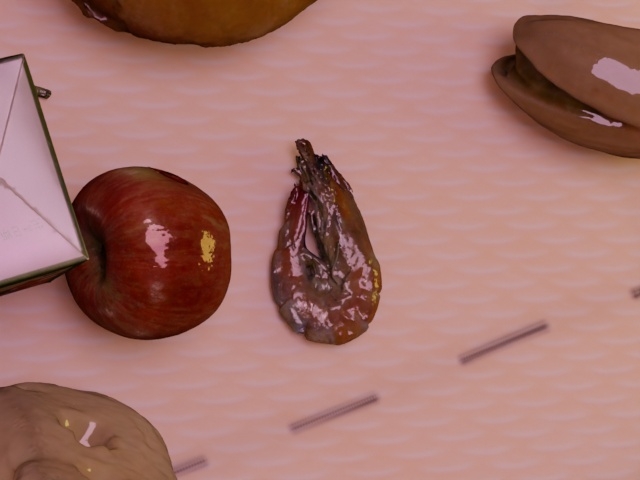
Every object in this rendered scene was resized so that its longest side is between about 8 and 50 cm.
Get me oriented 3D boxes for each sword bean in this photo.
[{"bbox_3d":[-0.271,-0.140,1.643,0.083,0.012,0.012,24,71,-16],"label":"sword bean"}]

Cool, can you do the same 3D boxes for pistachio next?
[{"bbox_3d":[0.275,-0.147,1.799,0.226,0.136,0.136,17,73,-9],"label":"pistachio"}]

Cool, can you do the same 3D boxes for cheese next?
[{"bbox_3d":[-0.194,0.214,1.489,0.173,0.251,0.248,6,61,-20],"label":"cheese"}]

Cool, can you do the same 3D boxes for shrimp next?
[{"bbox_3d":[0.000,0.000,1.700,0.101,0.042,0.190,-8,82,-15],"label":"shrimp"}]

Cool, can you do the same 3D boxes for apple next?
[{"bbox_3d":[-0.141,0.013,1.591,0.131,0.146,0.146,0,78,-39],"label":"apple"}]

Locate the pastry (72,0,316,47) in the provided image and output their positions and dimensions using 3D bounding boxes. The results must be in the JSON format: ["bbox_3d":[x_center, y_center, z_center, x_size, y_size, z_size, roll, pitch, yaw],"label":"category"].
[{"bbox_3d":[-0.112,-0.337,1.667,0.356,0.164,0.356,6,75,-22],"label":"pastry"}]

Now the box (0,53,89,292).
[{"bbox_3d":[-0.316,-0.031,1.527,0.194,0.148,0.178,-18,89,-24],"label":"box"}]
